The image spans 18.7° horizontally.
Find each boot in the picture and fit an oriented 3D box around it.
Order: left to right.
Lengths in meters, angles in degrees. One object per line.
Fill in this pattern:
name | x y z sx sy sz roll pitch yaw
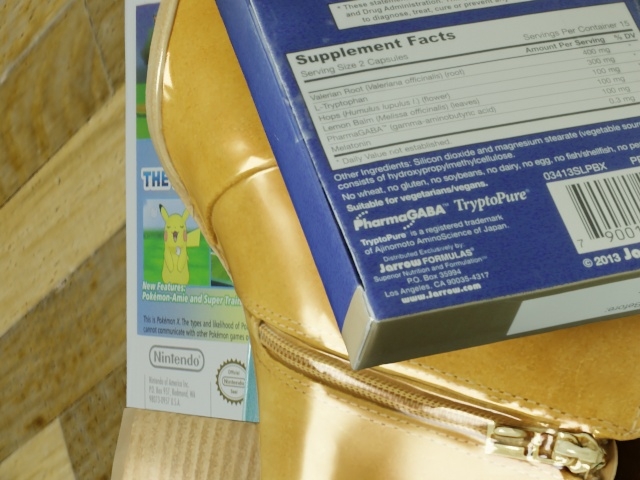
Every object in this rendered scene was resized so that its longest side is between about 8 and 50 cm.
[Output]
boot | 0.043 -0.006 0.695 0.211 0.104 0.295 4 82 27

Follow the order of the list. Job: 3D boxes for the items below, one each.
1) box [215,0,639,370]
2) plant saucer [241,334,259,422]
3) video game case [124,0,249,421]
box | 0.041 -0.069 0.651 0.036 0.136 0.225 106 149 -54
plant saucer | 0.000 0.000 0.801 0.067 0.018 0.192 12 99 49
video game case | 0.022 0.027 0.817 0.329 0.036 0.300 1 91 50
